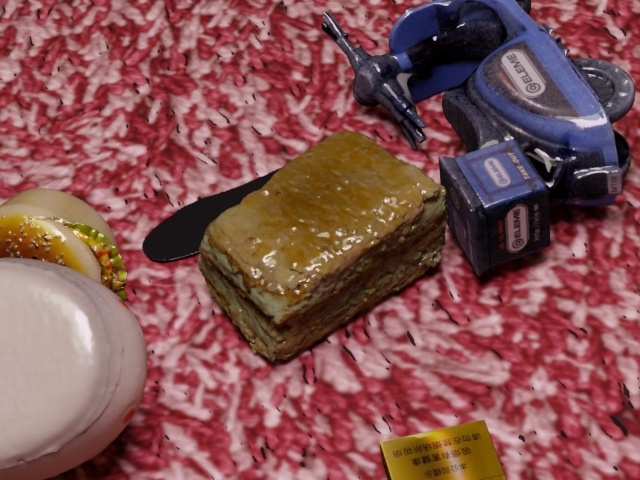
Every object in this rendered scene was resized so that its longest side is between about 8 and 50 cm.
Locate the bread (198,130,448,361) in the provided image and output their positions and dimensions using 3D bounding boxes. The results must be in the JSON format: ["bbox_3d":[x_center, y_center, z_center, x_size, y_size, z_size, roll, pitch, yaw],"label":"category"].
[{"bbox_3d":[0.000,0.000,1.267,0.196,0.102,0.138,-31,47,-20],"label":"bread"}]

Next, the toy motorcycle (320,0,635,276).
[{"bbox_3d":[0.148,-0.137,1.372,0.212,0.125,0.358,-18,44,-9],"label":"toy motorcycle"}]

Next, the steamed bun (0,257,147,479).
[{"bbox_3d":[-0.240,0.104,1.162,0.228,0.131,0.177,-9,74,12],"label":"steamed bun"}]

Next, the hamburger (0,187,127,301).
[{"bbox_3d":[-0.228,0.023,1.258,0.141,0.126,0.081,24,40,0],"label":"hamburger"}]

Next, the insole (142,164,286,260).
[{"bbox_3d":[-0.080,-0.028,1.373,0.188,0.004,0.064,-26,48,-18],"label":"insole"}]

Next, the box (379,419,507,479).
[{"bbox_3d":[0.103,0.205,1.102,0.089,0.022,0.156,-11,45,-4],"label":"box"}]
